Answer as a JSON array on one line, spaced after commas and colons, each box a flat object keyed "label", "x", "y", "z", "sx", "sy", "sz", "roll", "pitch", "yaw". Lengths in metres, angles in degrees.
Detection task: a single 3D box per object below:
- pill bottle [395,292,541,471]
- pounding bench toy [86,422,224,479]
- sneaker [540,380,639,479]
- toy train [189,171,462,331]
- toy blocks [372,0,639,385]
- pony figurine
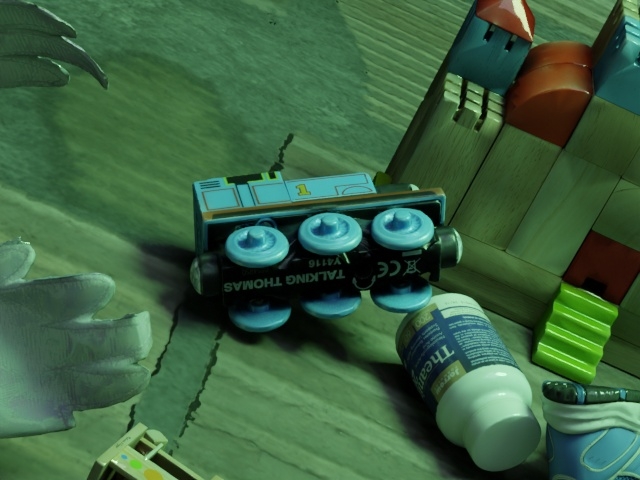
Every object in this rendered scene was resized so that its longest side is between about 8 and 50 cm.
[{"label": "pill bottle", "x": 0.100, "y": 0.096, "z": 1.305, "sx": 0.067, "sy": 0.067, "sz": 0.120, "roll": 10, "pitch": 32, "yaw": -30}, {"label": "pounding bench toy", "x": -0.087, "y": 0.140, "z": 1.080, "sx": 0.065, "sy": 0.052, "sz": 0.083, "roll": 32, "pitch": 28, "yaw": 9}, {"label": "sneaker", "x": 0.201, "y": 0.140, "z": 1.321, "sx": 0.080, "sy": 0.081, "sz": 0.211, "roll": 4, "pitch": -5, "yaw": 34}, {"label": "toy train", "x": 0.000, "y": 0.000, "z": 1.321, "sx": 0.184, "sy": 0.080, "sz": 0.105, "roll": -7, "pitch": 37, "yaw": -9}, {"label": "toy blocks", "x": 0.217, "y": -0.057, "z": 1.459, "sx": 0.381, "sy": 0.261, "sz": 0.191, "roll": 24, "pitch": 28, "yaw": -5}, {"label": "pony figurine", "x": -0.285, "y": -0.028, "z": 1.018, "sx": 0.351, "sy": 0.303, "sz": 0.363, "roll": -16, "pitch": 43, "yaw": -8}]
